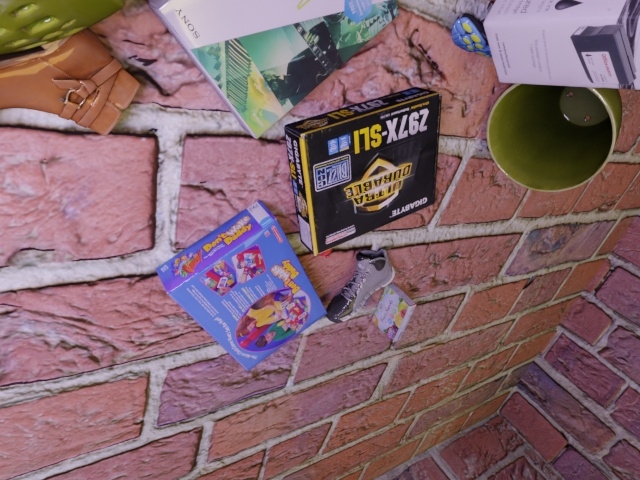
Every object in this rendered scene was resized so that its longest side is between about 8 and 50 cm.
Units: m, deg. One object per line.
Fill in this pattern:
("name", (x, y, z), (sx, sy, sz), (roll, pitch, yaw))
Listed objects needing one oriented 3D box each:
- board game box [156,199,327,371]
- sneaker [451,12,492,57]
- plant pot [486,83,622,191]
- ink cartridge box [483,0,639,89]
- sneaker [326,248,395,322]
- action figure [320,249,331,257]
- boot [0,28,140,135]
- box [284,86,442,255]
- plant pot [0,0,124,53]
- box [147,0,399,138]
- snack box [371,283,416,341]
("board game box", (-0.143, 0.113, 0.894), (0.233, 0.078, 0.347), (-35, 138, -10))
("sneaker", (0.331, -0.422, 0.850), (0.188, 0.067, 0.078), (-3, 108, -37))
("plant pot", (0.607, -0.305, 1.036), (0.293, 0.275, 0.275), (-35, 140, -33))
("ink cartridge box", (0.535, -0.420, 0.708), (0.166, 0.395, 0.285), (39, 78, -48))
("sneaker", (0.089, 0.097, 1.072), (0.229, 0.086, 0.132), (-39, 134, -21))
("action figure", (0.000, 0.000, 0.951), (0.038, 0.030, 0.115), (-31, 131, -8))
("boot", (-0.335, -0.174, 0.518), (0.197, 0.073, 0.152), (-45, 143, 5))
("box", (0.096, -0.144, 0.856), (0.322, 0.079, 0.257), (-22, 126, -22))
("plant pot", (-0.325, -0.247, 0.318), (0.207, 0.227, 0.228), (-35, 113, 0))
("box", (-0.046, -0.339, 0.617), (0.322, 0.058, 0.232), (-41, 138, -2))
("snack box", (0.213, 0.211, 1.237), (0.037, 0.100, 0.141), (-6, 126, -36))
